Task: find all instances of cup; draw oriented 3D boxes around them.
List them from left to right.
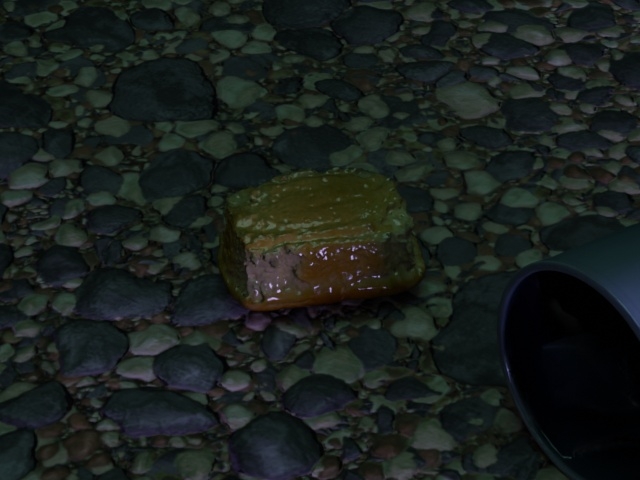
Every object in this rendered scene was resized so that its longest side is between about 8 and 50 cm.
[{"bbox_3d":[0.404,0.107,1.809,0.311,0.257,0.331,-22,38,-29],"label":"cup"}]

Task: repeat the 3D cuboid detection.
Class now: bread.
[{"bbox_3d":[0.000,0.000,2.094,0.245,0.121,0.174,-6,44,-14],"label":"bread"}]
